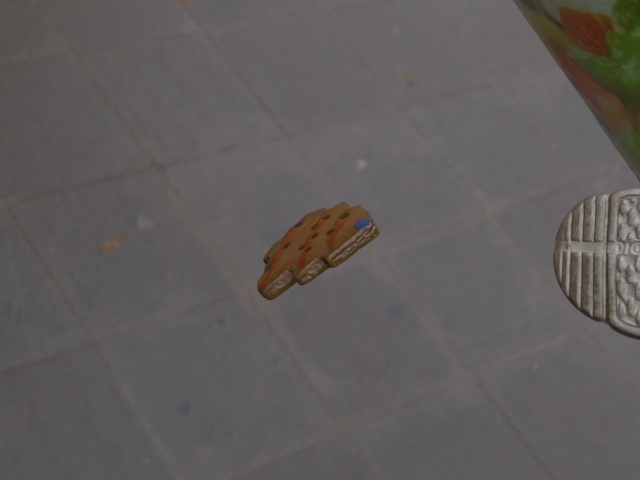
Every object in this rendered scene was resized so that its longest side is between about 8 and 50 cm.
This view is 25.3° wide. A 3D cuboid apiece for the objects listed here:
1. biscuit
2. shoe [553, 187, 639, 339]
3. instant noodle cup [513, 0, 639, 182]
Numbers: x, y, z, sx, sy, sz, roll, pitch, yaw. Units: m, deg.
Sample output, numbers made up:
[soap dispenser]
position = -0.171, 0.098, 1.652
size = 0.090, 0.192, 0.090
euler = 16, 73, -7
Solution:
[biscuit]
position = 0.000, 0.000, 1.241
size = 0.019, 0.130, 0.119
euler = 52, 45, -23
[shoe]
position = 0.453, 0.047, 1.693
size = 0.350, 0.172, 0.198
euler = 13, 0, 14
[instant noodle cup]
position = 0.157, -0.150, 0.486
size = 0.312, 0.284, 0.284
euler = 57, 35, -24
